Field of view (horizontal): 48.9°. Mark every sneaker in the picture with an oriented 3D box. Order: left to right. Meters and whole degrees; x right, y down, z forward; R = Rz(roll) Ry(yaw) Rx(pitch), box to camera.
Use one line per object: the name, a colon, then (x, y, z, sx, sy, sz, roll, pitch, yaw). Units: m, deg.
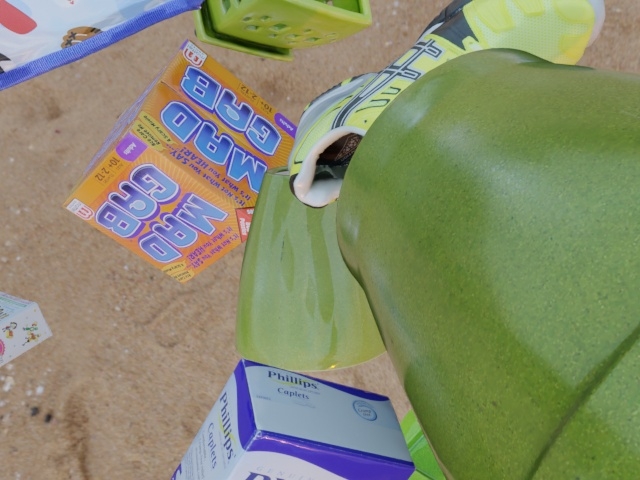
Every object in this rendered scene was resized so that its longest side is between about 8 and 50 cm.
sneaker: (0.122, -0.139, 0.752, 0.385, 0.145, 0.147, -30, 28, 36)

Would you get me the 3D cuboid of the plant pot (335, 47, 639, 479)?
plant pot: (0.193, 0.041, 0.475, 0.367, 0.366, 0.353, -37, 44, -3)

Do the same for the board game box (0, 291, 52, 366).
board game box: (-0.794, 0.234, 1.561, 0.224, 0.097, 0.303, 8, 33, 42)

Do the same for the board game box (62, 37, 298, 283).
board game box: (-0.329, -0.182, 1.713, 0.356, 0.357, 0.356, -32, 30, 41)

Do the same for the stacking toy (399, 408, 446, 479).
stacking toy: (0.177, 0.342, 0.797, 0.309, 0.130, 0.279, 5, 69, 61)

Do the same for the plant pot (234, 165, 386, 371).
plant pot: (-0.015, 0.026, 1.169, 0.275, 0.275, 0.293, 1, 105, 13)

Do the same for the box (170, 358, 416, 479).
box: (-0.025, 0.170, 0.507, 0.137, 0.126, 0.072, -60, 26, 23)

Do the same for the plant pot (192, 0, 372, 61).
plant pot: (-0.084, -0.413, 1.106, 0.207, 0.228, 0.227, -20, 77, 42)

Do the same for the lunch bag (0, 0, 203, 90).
lunch bag: (-0.349, -0.333, 0.731, 0.386, 0.327, 0.239, -17, 27, 14)
